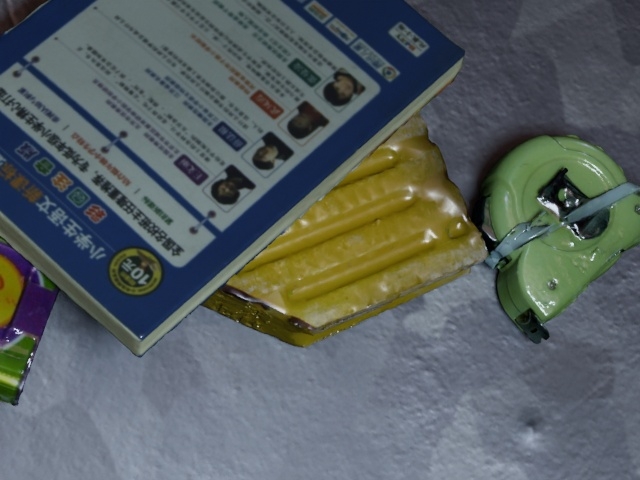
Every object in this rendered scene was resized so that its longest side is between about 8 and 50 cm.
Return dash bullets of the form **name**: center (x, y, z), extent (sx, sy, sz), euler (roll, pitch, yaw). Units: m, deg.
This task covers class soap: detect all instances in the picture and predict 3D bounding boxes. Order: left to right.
- **soap**: center (0.000, 0.000, 1.752), extent (0.257, 0.080, 0.160), euler (-22, 78, -18)

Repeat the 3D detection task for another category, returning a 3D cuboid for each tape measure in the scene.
- **tape measure**: center (0.217, -0.020, 1.806), extent (0.177, 0.087, 0.154), euler (-39, 86, -21)

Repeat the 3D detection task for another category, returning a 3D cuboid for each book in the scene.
- **book**: center (-0.115, -0.129, 1.724), extent (0.300, 0.039, 0.428), euler (42, 63, 13)

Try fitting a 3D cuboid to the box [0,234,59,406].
- **box**: center (-0.394, 0.019, 1.649), extent (0.345, 0.097, 0.134), euler (20, 63, -7)
